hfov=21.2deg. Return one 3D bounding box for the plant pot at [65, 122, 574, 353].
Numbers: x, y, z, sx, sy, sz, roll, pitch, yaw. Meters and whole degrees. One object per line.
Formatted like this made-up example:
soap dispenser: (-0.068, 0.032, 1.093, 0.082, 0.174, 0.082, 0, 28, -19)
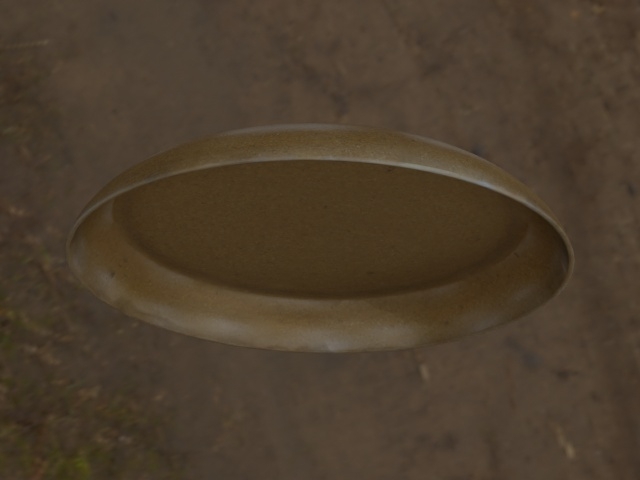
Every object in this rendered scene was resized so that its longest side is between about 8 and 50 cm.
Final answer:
plant pot: (0.000, 0.000, 0.807, 0.236, 0.236, 0.032, 18, 63, -32)
